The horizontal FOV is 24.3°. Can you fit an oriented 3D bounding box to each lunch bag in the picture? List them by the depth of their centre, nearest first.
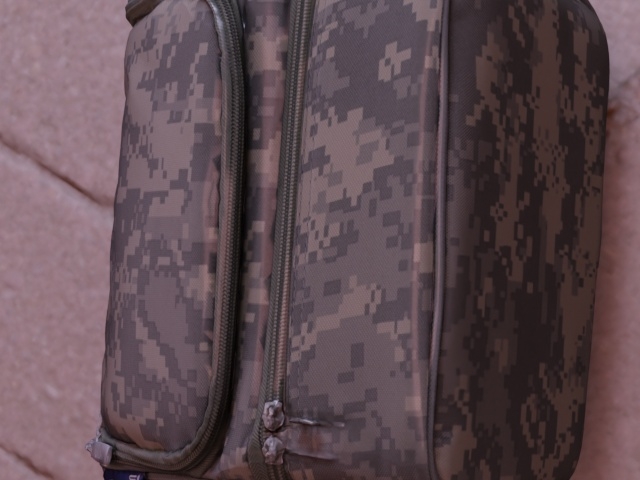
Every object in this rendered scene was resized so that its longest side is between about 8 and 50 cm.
[{"bbox_3d":[0.000,0.000,0.807,0.256,0.212,0.305,1,87,33],"label":"lunch bag"}]
